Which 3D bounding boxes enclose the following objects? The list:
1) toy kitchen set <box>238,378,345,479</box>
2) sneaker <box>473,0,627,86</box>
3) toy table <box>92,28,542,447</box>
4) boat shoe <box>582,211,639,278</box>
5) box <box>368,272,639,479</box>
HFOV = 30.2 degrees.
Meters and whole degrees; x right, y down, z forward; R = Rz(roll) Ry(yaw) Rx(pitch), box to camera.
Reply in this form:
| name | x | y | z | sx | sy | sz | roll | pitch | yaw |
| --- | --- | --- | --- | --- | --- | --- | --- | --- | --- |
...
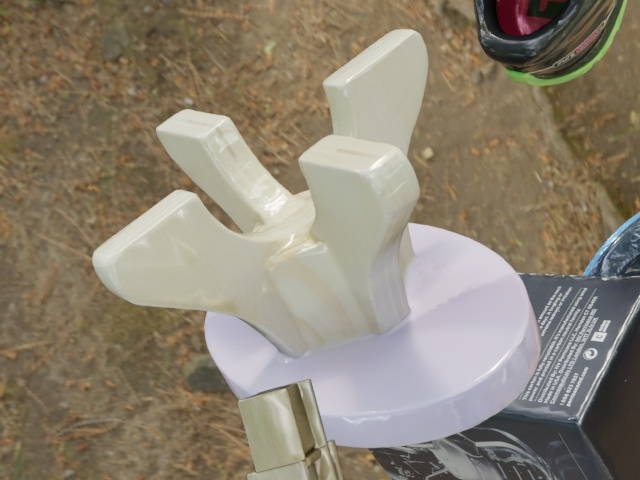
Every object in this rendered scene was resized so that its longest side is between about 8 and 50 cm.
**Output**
| name | x | y | z | sx | sy | sz | roll | pitch | yaw |
| --- | --- | --- | --- | --- | --- | --- | --- | --- | --- |
| toy kitchen set | 0.023 | 0.082 | 0.391 | 0.075 | 0.068 | 0.083 | -16 | 85 | 9 |
| sneaker | 0.245 | -0.389 | 1.164 | 0.185 | 0.202 | 0.483 | 9 | 105 | 26 |
| toy table | 0.000 | 0.000 | 0.738 | 0.274 | 0.161 | 0.252 | 4 | 41 | 46 |
| boat shoe | 0.411 | 0.009 | 1.412 | 0.258 | 0.109 | 0.089 | -37 | 57 | -23 |
| box | 0.231 | 0.206 | 1.228 | 0.312 | 0.343 | 0.179 | 2 | 47 | 45 |
